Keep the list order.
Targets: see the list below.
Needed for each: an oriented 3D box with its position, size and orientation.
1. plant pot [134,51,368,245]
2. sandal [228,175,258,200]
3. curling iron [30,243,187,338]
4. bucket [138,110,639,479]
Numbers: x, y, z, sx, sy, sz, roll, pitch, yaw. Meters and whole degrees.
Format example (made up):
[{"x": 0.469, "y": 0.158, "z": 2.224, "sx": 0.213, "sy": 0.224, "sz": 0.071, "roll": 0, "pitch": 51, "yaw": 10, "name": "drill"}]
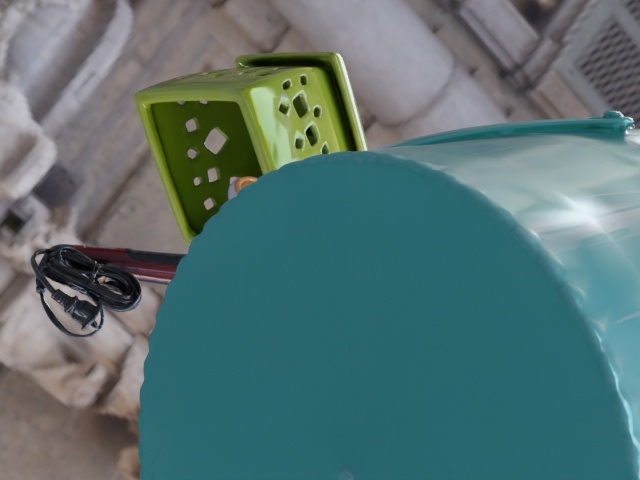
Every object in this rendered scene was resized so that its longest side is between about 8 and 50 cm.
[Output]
[{"x": -0.068, "y": -0.124, "z": 1.635, "sx": 0.227, "sy": 0.228, "sz": 0.207, "roll": 5, "pitch": -151, "yaw": 46, "name": "plant pot"}, {"x": -0.008, "y": 0.001, "z": 1.395, "sx": 0.265, "sy": 0.102, "sz": 0.076, "roll": 48, "pitch": -54, "yaw": 25, "name": "sandal"}, {"x": -0.064, "y": 0.038, "z": 0.863, "sx": 0.035, "sy": 0.274, "sz": 0.068, "roll": -50, "pitch": -136, "yaw": 45, "name": "curling iron"}, {"x": 0.068, "y": 0.084, "z": 0.516, "sx": 0.281, "sy": 0.183, "sz": 0.281, "roll": 1, "pitch": -89, "yaw": 44, "name": "bucket"}]
